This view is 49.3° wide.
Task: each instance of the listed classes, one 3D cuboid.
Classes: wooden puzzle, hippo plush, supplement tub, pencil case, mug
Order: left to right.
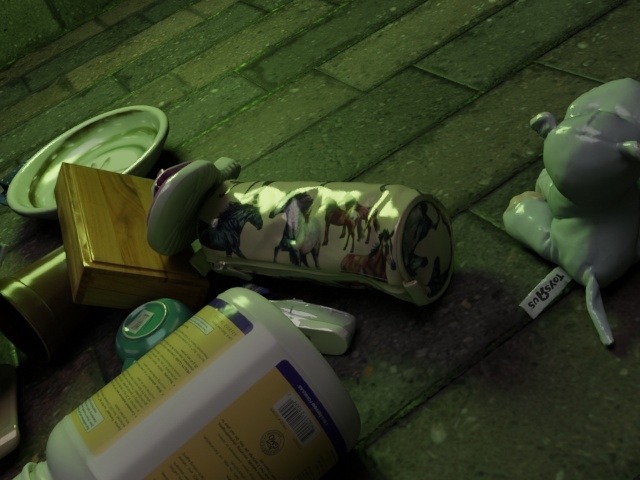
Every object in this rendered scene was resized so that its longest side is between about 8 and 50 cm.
[{"bbox_3d":[-0.582,0.302,1.091,0.221,0.044,0.239,-31,29,-13],"label":"wooden puzzle"},{"bbox_3d":[-0.243,0.160,1.053,0.130,0.097,0.157,-22,36,3],"label":"mug"},{"bbox_3d":[-0.146,0.237,0.782,0.331,0.241,0.241,-39,38,-18],"label":"supplement tub"},{"bbox_3d":[0.000,0.000,1.060,0.410,0.160,0.183,6,61,35],"label":"pencil case"},{"bbox_3d":[0.329,-0.077,0.898,0.294,0.236,0.234,-43,40,-23],"label":"hippo plush"}]

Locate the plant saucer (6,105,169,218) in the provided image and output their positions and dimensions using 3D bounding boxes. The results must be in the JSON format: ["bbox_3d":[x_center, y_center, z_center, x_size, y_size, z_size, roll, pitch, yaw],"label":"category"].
[{"bbox_3d":[-0.514,-0.161,1.602,0.401,0.100,0.400,-16,38,13],"label":"plant saucer"}]

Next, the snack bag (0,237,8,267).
[{"bbox_3d":[-0.631,0.128,1.182,0.343,0.037,0.323,11,81,55],"label":"snack bag"}]

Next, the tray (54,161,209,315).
[{"bbox_3d":[-0.352,-0.016,1.254,0.203,0.076,0.411,11,22,-30],"label":"tray"}]

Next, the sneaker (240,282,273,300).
[{"bbox_3d":[-0.111,0.118,1.070,0.058,0.052,0.135,2,45,21],"label":"sneaker"}]

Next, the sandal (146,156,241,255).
[{"bbox_3d":[-0.238,-0.075,1.196,0.416,0.102,0.169,-56,-9,-81],"label":"sandal"}]

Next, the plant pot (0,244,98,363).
[{"bbox_3d":[-0.470,0.098,1.218,0.167,0.167,0.165,9,41,37],"label":"plant pot"}]

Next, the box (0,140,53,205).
[{"bbox_3d":[-0.741,-0.177,1.809,0.136,0.036,0.225,15,53,41],"label":"box"}]

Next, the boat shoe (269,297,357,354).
[{"bbox_3d":[-0.036,0.113,1.011,0.184,0.066,0.063,5,35,25],"label":"boat shoe"}]
